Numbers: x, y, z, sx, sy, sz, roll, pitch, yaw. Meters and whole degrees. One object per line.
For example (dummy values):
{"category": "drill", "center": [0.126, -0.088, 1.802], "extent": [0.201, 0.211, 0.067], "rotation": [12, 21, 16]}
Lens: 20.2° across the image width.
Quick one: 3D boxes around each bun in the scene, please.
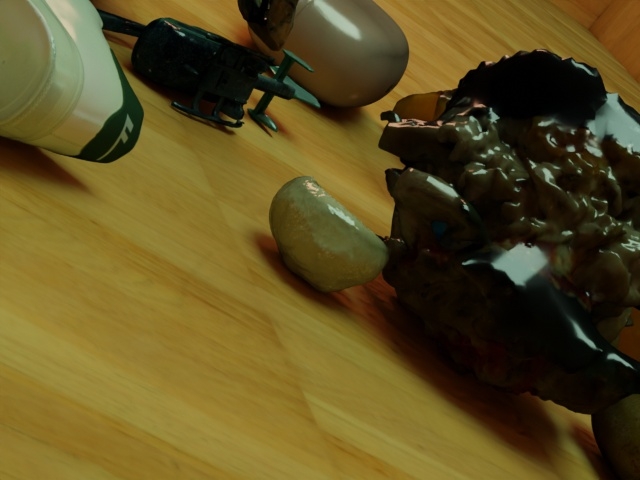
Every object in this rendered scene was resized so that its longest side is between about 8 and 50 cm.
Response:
{"category": "bun", "center": [0.000, 0.000, 1.151], "extent": [0.086, 0.055, 0.086], "rotation": [44, 1, -1]}

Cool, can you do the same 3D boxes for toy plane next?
{"category": "toy plane", "center": [-0.074, -0.127, 1.340], "extent": [0.096, 0.060, 0.235], "rotation": [35, 13, 38]}

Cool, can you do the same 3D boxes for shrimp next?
{"category": "shrimp", "center": [-0.044, -0.235, 1.276], "extent": [0.046, 0.219, 0.152], "rotation": [-6, 38, -11]}

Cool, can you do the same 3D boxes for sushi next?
{"category": "sushi", "center": [0.142, 0.010, 1.230], "extent": [0.238, 0.218, 0.225], "rotation": [18, -26, 10]}

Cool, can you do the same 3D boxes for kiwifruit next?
{"category": "kiwifruit", "center": [0.231, 0.139, 1.266], "extent": [0.075, 0.075, 0.124], "rotation": [33, 19, -24]}

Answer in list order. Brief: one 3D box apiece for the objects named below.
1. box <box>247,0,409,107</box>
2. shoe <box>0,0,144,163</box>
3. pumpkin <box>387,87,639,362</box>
{"category": "box", "center": [0.009, -0.185, 1.626], "extent": [0.146, 0.088, 0.200], "rotation": [40, 14, 5]}
{"category": "shoe", "center": [-0.189, -0.139, 1.044], "extent": [0.110, 0.095, 0.265], "rotation": [30, 22, -50]}
{"category": "pumpkin", "center": [0.185, -0.023, 1.577], "extent": [0.290, 0.095, 0.258], "rotation": [48, 3, -5]}
